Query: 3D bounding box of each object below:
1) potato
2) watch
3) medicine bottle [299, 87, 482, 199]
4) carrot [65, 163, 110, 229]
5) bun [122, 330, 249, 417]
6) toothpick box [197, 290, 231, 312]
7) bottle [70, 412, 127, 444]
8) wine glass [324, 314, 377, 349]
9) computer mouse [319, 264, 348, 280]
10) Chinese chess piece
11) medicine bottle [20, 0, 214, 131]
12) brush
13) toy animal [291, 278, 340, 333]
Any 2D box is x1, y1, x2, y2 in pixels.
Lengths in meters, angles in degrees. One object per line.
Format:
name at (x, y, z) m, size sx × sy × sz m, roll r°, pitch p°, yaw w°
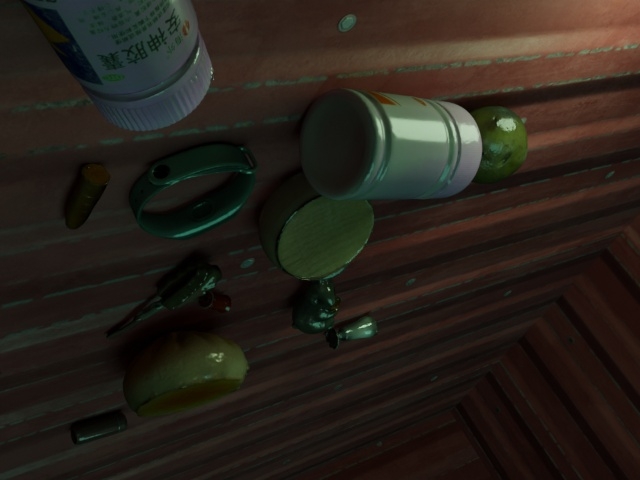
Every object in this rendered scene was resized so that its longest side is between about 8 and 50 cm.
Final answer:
potato at (0.383, -0.210, 1.720) m, size 0.174 × 0.159 × 0.251 m, roll -18°, pitch 171°, yaw 29°
watch at (-0.224, -0.089, 1.388) m, size 0.237 × 0.068 × 0.195 m, roll -23°, pitch 150°, yaw -8°
medicine bottle at (0.136, -0.177, 1.460) m, size 0.315 × 0.202 × 0.202 m, roll -3°, pitch 141°, yaw -44°
carrot at (-0.393, -0.064, 1.267) m, size 0.048 × 0.048 × 0.139 m, roll -3°, pitch 143°, yaw -44°
bun at (-0.323, 0.299, 1.827) m, size 0.298 × 0.165 × 0.299 m, roll -16°, pitch 161°, yaw -6°
toothpick box at (-0.244, 0.141, 1.771) m, size 0.047 × 0.047 × 0.083 m, roll -38°, pitch 153°, yaw 13°
bottle at (-0.578, 0.491, 2.006) m, size 0.140 × 0.053 × 0.053 m, roll -11°, pitch 146°, yaw -36°
wine glass at (0.095, 0.279, 2.342) m, size 0.155 × 0.072 × 0.072 m, roll -13°, pitch 148°, yaw -31°
computer mouse at (0.000, 0.000, 1.765) m, size 0.127 × 0.079 × 0.231 m, roll -23°, pitch 136°, yaw -12°
Chinese chess piece at (-0.007, -0.034, 1.608) m, size 0.249 × 0.103 × 0.250 m, roll -18°, pitch 135°, yaw -18°
medicine bottle at (-0.246, -0.278, 0.912) m, size 0.178 × 0.178 × 0.291 m, roll -29°, pitch 153°, yaw -7°
brush at (-0.343, 0.139, 1.650) m, size 0.301 × 0.071 × 0.084 m, roll -33°, pitch 157°, yaw 15°
toy animal at (-0.007, 0.153, 1.973) m, size 0.138 × 0.108 × 0.236 m, roll -22°, pitch 151°, yaw -17°
